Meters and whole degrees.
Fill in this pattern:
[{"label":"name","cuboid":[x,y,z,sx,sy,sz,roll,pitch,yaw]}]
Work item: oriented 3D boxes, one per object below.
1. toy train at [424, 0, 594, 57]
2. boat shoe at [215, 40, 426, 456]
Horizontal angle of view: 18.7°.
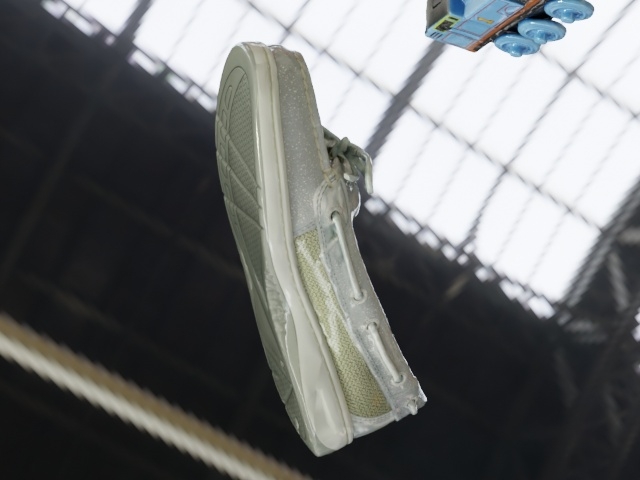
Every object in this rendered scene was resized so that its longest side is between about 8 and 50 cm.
[{"label":"toy train","cuboid":[0.165,-0.213,1.660,0.105,0.184,0.080,13,-106,-18]},{"label":"boat shoe","cuboid":[0.001,0.002,1.347,0.103,0.320,0.118,-19,-152,-12]}]
